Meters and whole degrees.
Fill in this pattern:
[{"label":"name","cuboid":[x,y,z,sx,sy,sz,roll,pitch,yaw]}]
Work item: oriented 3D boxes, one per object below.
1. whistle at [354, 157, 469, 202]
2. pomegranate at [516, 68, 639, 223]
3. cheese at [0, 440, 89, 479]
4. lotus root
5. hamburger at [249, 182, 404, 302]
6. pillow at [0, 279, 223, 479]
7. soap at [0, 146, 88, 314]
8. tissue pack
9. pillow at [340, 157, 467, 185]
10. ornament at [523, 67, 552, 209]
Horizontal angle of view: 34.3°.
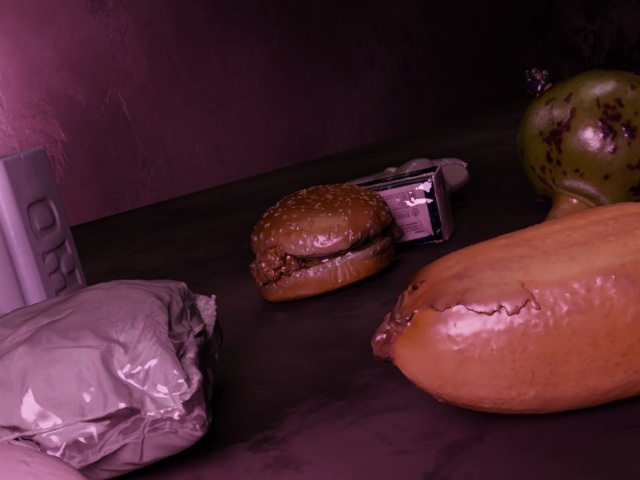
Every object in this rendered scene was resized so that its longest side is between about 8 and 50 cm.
[{"label":"whistle","cuboid":[0.143,-0.072,1.618,0.244,0.110,0.092,-24,-21,-40]},{"label":"pomegranate","cuboid":[0.330,-0.087,1.245,0.211,0.263,0.211,26,-11,5]},{"label":"cheese","cuboid":[-0.183,0.180,0.497,0.189,0.154,0.198,-12,8,-20]},{"label":"lotus root","cuboid":[0.186,0.053,0.757,0.303,0.131,0.146,-15,33,0]},{"label":"hamburger","cuboid":[0.000,0.000,1.338,0.189,0.122,0.215,-6,14,28]},{"label":"pillow","cuboid":[-0.226,0.124,0.903,0.283,0.138,0.310,-14,13,0]},{"label":"soap","cuboid":[-0.322,0.040,1.135,0.087,0.266,0.160,-13,10,6]},{"label":"tissue pack","cuboid":[0.096,-0.038,1.470,0.170,0.103,0.090,-10,6,19]},{"label":"pillow","cuboid":[0.120,-0.081,1.763,0.254,0.078,0.144,-15,0,-9]},{"label":"ornament","cuboid":[0.329,-0.144,1.463,0.088,0.203,0.081,-24,21,-25]}]
